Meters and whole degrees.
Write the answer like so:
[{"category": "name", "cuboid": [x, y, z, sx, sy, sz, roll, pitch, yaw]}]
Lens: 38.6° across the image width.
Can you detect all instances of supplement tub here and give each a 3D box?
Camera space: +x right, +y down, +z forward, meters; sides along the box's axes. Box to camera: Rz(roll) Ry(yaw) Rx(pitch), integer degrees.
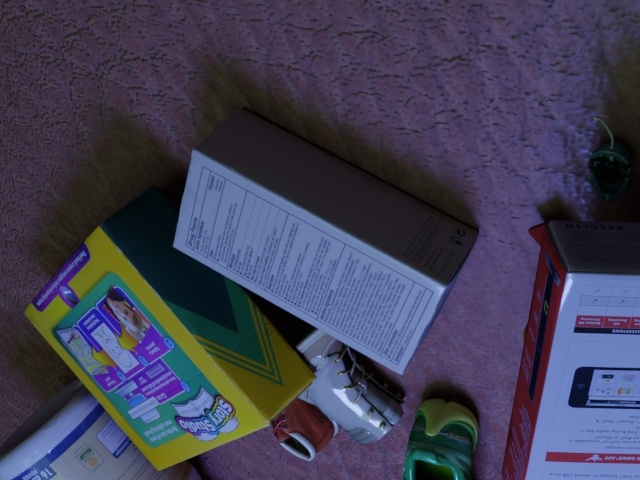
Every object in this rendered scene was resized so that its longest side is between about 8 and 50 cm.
[{"category": "supplement tub", "cuboid": [-0.332, 0.389, 1.452, 0.228, 0.228, 0.316, -30, 104, 43]}]

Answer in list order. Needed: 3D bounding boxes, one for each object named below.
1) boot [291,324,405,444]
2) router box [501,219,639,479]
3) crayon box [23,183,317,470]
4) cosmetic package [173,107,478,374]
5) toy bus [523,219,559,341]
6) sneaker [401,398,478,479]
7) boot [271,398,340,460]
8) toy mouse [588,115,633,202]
[{"category": "boot", "cuboid": [0.040, 0.170, 1.161, 0.165, 0.077, 0.213, 37, 139, 3]}, {"category": "router box", "cuboid": [0.350, 0.133, 0.820, 0.336, 0.082, 0.301, 2, 122, -1]}, {"category": "crayon box", "cuboid": [-0.218, 0.136, 1.229, 0.313, 0.106, 0.363, 50, 143, -5]}, {"category": "cosmetic package", "cuboid": [0.000, 0.000, 1.032, 0.309, 0.113, 0.160, 30, 133, 10]}, {"category": "toy bus", "cuboid": [0.288, 0.071, 0.894, 0.191, 0.104, 0.202, 10, 138, 38]}, {"category": "sneaker", "cuboid": [0.152, 0.340, 1.185, 0.109, 0.123, 0.295, 6, 126, 29]}, {"category": "boot", "cuboid": [-0.051, 0.233, 1.260, 0.158, 0.084, 0.059, 39, 136, 3]}, {"category": "toy mouse", "cuboid": [0.301, -0.070, 0.837, 0.143, 0.031, 0.161, 44, 148, -8]}]
